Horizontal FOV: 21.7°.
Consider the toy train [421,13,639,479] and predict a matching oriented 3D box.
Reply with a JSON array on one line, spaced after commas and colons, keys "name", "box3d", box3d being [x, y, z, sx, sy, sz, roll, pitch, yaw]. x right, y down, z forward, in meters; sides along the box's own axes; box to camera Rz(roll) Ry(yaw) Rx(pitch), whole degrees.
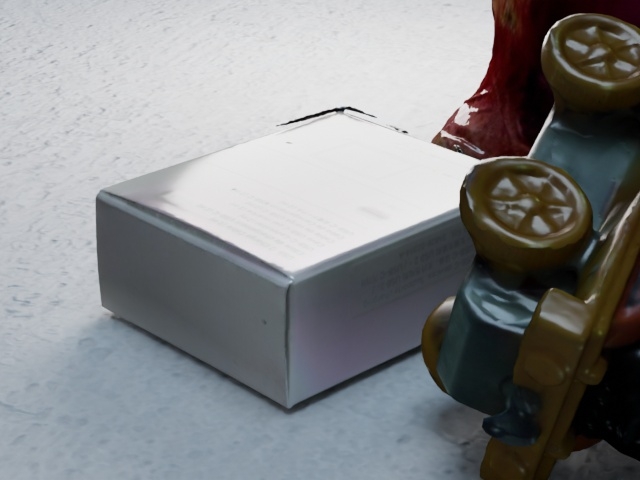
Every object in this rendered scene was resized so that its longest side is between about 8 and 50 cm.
[{"name": "toy train", "box3d": [0.210, -0.005, 1.034, 0.232, 0.163, 0.369, 22, 49, 11]}]

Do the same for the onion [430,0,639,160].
[{"name": "onion", "box3d": [0.251, -0.167, 1.316, 0.420, 0.398, 0.398, -29, 28, -1]}]

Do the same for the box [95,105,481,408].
[{"name": "box", "box3d": [0.000, 0.000, 1.186, 0.252, 0.106, 0.203, -21, 33, -40]}]
